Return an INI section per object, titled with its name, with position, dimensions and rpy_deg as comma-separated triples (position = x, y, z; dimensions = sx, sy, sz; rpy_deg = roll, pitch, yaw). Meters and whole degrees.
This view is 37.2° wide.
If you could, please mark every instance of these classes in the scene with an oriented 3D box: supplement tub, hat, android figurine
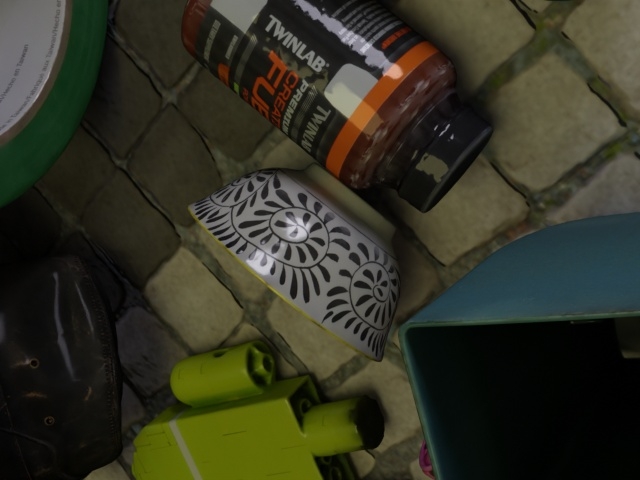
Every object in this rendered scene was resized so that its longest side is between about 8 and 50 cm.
[supplement tub]
position = 0.013, -0.105, 0.610
dimensions = 0.198, 0.106, 0.106
rpy_deg = 40, 124, 10
[hat]
position = -0.232, 0.103, 0.796
dimensions = 0.134, 0.331, 0.331
rpy_deg = -17, 104, -5
[android figurine]
position = -0.053, 0.209, 0.810
dimensions = 0.272, 0.056, 0.248
rpy_deg = -19, 100, 33

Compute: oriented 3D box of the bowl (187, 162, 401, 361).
[bowl]
position = 0.000, 0.000, 0.653
dimensions = 0.170, 0.170, 0.080
rpy_deg = 40, 92, 9

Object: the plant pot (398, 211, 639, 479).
[plant pot]
position = 0.177, 0.068, 0.510
dimensions = 0.165, 0.234, 0.166
rpy_deg = -7, 106, 31

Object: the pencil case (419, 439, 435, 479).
[pencil case]
position = 0.154, 0.204, 0.664
dimensions = 0.209, 0.098, 0.095
rpy_deg = 51, 125, 3

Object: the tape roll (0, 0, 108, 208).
[tape roll]
position = -0.269, -0.170, 0.611
dimensions = 0.077, 0.321, 0.321
rpy_deg = 8, 114, 27
